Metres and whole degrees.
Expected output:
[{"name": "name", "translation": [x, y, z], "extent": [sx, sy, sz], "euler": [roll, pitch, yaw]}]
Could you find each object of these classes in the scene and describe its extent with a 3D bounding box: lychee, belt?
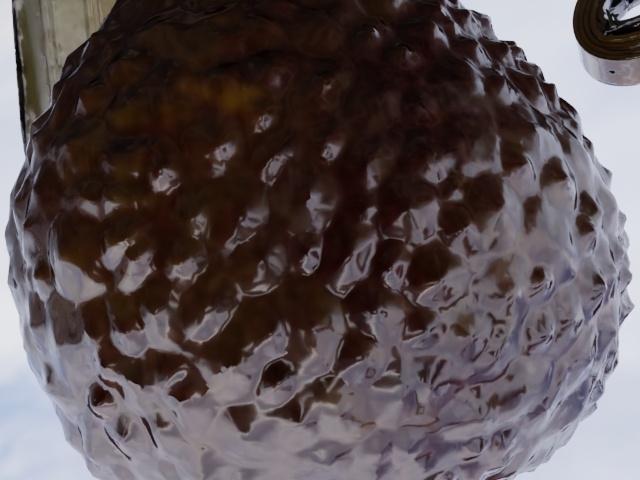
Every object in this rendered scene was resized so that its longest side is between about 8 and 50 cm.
[{"name": "lychee", "translation": [0.000, 0.000, 0.775], "extent": [0.261, 0.260, 0.260], "euler": [-21, -166, 6]}, {"name": "belt", "translation": [0.157, -0.110, 0.879], "extent": [0.083, 0.059, 0.036], "euler": [-26, 154, 4]}]

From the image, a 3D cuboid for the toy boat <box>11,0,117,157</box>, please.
[{"name": "toy boat", "translation": [-0.095, -0.120, 1.137], "extent": [0.162, 0.445, 0.136], "euler": [3, -157, 10]}]
